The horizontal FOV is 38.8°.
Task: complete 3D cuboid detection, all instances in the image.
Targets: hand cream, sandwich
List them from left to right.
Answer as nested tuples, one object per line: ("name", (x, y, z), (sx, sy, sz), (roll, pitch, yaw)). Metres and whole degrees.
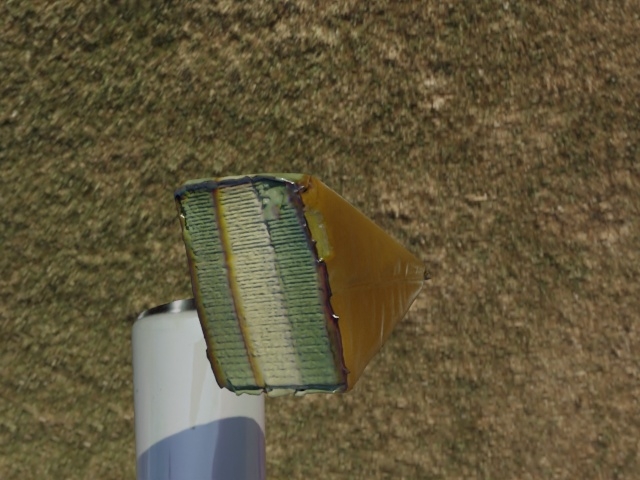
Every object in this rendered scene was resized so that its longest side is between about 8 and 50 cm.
("hand cream", (-0.101, 0.232, 0.797), (0.118, 0.185, 0.359), (-9, 78, 23))
("sandwich", (0.000, 0.000, 0.504), (0.079, 0.163, 0.114), (-4, 106, 25))
